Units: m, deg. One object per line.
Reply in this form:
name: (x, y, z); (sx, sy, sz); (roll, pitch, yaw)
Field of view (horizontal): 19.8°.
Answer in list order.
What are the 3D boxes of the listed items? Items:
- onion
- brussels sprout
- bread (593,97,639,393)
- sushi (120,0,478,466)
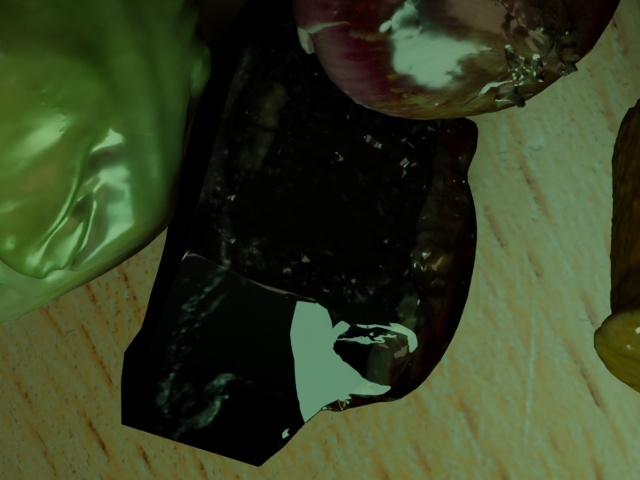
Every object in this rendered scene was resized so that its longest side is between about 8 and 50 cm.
onion: (0.096, -0.160, 1.116); (0.230, 0.163, 0.230); (-9, 126, -13)
brussels sprout: (-0.204, -0.125, 1.167); (0.268, 0.344, 0.344); (-22, 117, -10)
bread: (0.344, -0.010, 1.092); (0.358, 0.204, 0.337); (8, 162, -38)
sushi: (0.000, 0.000, 1.224); (0.212, 0.227, 0.215); (17, 127, -7)
